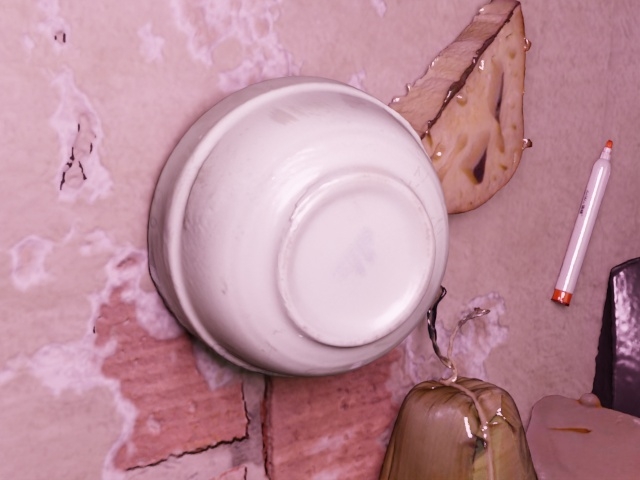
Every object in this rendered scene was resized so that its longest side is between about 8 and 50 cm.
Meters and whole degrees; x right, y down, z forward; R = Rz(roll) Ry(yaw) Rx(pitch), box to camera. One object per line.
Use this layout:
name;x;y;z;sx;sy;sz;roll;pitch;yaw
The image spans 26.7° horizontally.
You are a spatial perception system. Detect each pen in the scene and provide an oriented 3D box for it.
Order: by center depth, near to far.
pen;0.335;-0.023;1.706;0.026;0.026;0.218;19;87;-39

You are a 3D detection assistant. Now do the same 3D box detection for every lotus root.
lotus root;0.161;-0.128;1.515;0.261;0.074;0.170;-47;125;-23

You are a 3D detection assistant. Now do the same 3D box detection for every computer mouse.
computer mouse;0.449;0.162;1.761;0.168;0.087;0.295;-3;104;-13

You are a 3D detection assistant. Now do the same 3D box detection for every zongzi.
zongzi;0.086;0.315;1.501;0.418;0.181;0.447;-23;111;-21

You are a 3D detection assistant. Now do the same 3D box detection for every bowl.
bowl;0.000;0.000;1.317;0.307;0.163;0.307;-7;107;-24

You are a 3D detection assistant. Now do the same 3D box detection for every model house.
model house;0.355;0.339;1.675;0.220;0.199;0.229;-49;132;-38
